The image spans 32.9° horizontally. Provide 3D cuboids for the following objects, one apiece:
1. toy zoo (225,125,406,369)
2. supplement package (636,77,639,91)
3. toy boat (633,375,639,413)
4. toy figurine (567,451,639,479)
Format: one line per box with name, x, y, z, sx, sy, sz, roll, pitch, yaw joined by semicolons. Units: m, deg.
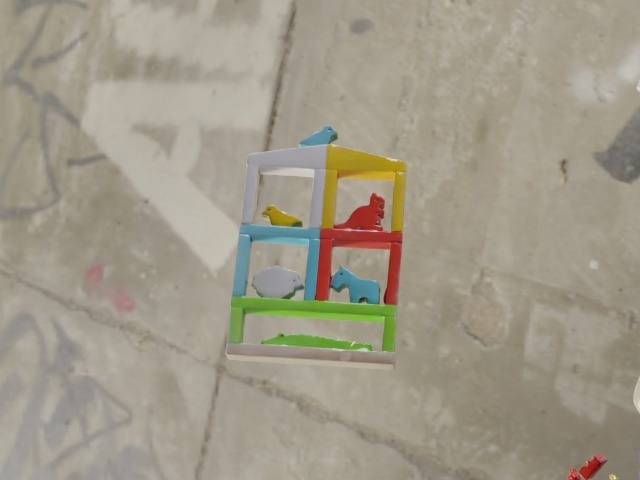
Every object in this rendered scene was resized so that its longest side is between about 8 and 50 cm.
toy zoo;0.000;0.000;1.261;0.192;0.030;0.293;4;70;5
supplement package;0.463;-0.185;0.941;0.263;0.198;0.199;0;64;65
toy boat;0.617;0.282;1.639;0.268;0.148;0.318;-6;99;15
toy figurine;0.515;0.387;1.492;0.362;0.191;0.217;50;123;35
